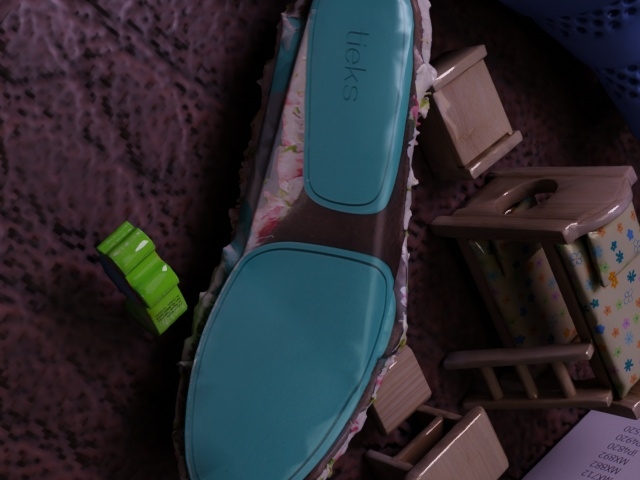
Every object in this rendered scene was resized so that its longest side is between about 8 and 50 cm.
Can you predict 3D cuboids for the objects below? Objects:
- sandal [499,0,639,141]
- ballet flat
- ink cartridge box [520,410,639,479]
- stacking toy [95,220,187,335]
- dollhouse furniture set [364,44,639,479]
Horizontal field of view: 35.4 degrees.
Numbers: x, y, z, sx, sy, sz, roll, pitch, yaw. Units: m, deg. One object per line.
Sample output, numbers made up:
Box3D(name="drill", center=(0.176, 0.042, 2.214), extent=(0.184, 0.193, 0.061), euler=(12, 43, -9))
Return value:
Box3D(name="sandal", center=(0.194, -0.116, 0.543), extent=(0.317, 0.126, 0.138), euler=(7, 92, -34))
Box3D(name="ballet flat", center=(0.000, 0.000, 0.434), extent=(0.091, 0.077, 0.241), euler=(17, 82, 1))
Box3D(name="ink cartridge box", center=(0.228, 0.252, 0.579), extent=(0.272, 0.130, 0.309), euler=(-36, 112, -27))
Box3D(name="stacking toy", center=(-0.163, 0.005, 0.338), extent=(0.167, 0.052, 0.221), euler=(-47, 119, -22))
Box3D(name="dollhouse furniture set", center=(0.077, 0.023, 0.475), extent=(0.161, 0.101, 0.182), euler=(-38, 113, -28))
